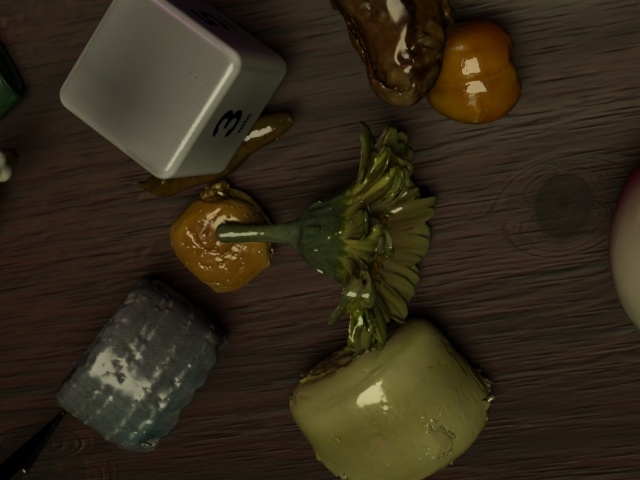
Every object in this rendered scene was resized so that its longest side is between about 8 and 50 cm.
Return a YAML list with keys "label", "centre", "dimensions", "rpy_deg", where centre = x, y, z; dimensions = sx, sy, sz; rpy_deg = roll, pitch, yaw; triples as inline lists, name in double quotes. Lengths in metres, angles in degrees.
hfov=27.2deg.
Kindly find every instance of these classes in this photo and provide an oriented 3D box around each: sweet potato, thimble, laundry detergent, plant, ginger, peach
- label: "sweet potato"
  centre: [-0.151, -0.118, 1.871]
  dimensions: [0.274, 0.067, 0.067]
  rpy_deg: [-25, 105, 23]
- label: "thimble"
  centre: [-0.259, 0.186, 1.938]
  dimensions: [0.172, 0.205, 0.236]
  rpy_deg: [35, 88, -10]
- label: "laundry detergent"
  centre: [-0.538, -0.210, 1.902]
  dimensions: [0.211, 0.063, 0.137]
  rpy_deg: [-24, 111, 17]
- label: "plant"
  centre: [0.044, 0.007, 1.815]
  dimensions: [0.297, 0.261, 0.306]
  rpy_deg: [-8, 73, 43]
- label: "ginger"
  centre: [0.065, -0.327, 1.673]
  dimensions: [0.172, 0.165, 0.321]
  rpy_deg: [-40, 71, 8]
- label: "peach"
  centre: [0.196, -0.220, 1.737]
  dimensions: [0.138, 0.138, 0.138]
  rpy_deg: [3, 111, 9]

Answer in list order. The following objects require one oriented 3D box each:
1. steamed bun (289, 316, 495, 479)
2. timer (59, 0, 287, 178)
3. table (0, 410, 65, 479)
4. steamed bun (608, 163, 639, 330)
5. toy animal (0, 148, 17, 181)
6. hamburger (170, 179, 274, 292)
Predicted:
- label: "steamed bun"
  centre: [0.104, 0.251, 1.911]
  dimensions: [0.273, 0.166, 0.232]
  rpy_deg: [-28, 102, 18]
- label: "timer"
  centre: [-0.190, -0.209, 1.739]
  dimensions: [0.194, 0.195, 0.192]
  rpy_deg: [37, 105, 12]
- label: "table"
  centre: [-0.595, 0.308, 2.038]
  dimensions: [0.282, 0.196, 0.250]
  rpy_deg: [-40, 99, 20]
- label: "steamed bun"
  centre: [0.503, -0.003, 1.708]
  dimensions: [0.309, 0.309, 0.309]
  rpy_deg: [3, 111, 9]
- label: "toy animal"
  centre: [-0.575, -0.033, 1.920]
  dimensions: [0.180, 0.181, 0.363]
  rpy_deg: [27, 114, -10]
- label: "hamburger"
  centre: [-0.138, -0.004, 1.902]
  dimensions: [0.138, 0.083, 0.147]
  rpy_deg: [-40, 103, 16]
